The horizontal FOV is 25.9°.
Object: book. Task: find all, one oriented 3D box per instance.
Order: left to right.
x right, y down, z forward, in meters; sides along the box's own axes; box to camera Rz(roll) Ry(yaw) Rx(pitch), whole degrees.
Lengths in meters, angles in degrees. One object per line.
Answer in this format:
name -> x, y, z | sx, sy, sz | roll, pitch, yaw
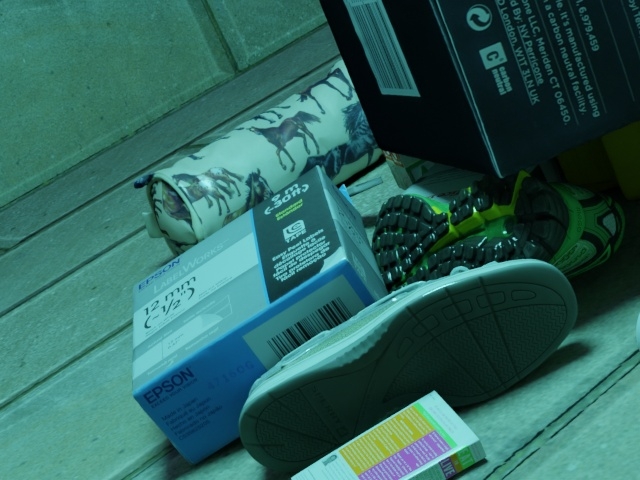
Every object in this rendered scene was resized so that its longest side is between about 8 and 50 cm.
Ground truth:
book -> 0.054, 0.187, 1.144 | 0.144, 0.035, 0.096 | -27, 19, -7

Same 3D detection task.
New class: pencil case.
pencil case -> -0.072, -0.118, 2.068 | 0.410, 0.160, 0.183 | -33, 31, -26

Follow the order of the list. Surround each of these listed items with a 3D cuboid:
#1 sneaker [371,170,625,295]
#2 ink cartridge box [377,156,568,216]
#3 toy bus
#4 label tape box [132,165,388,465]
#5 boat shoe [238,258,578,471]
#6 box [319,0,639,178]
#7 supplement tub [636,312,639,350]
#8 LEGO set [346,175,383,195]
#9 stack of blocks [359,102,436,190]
sneaker -> 0.165, 0.018, 1.410 | 0.146, 0.134, 0.343 | 8, -10, -31
ink cartridge box -> 0.185, -0.047, 1.591 | 0.153, 0.087, 0.208 | -10, 21, 41
toy bus -> 0.411, -0.130, 1.485 | 0.333, 0.108, 0.130 | -17, 19, 25
label tape box -> -0.072, 0.046, 1.468 | 0.249, 0.115, 0.347 | -33, 27, 8
boat shoe -> 0.073, 0.099, 1.247 | 0.320, 0.118, 0.103 | -29, 19, 10
box -> 0.272, -0.296, 1.442 | 0.472, 0.297, 0.480 | -24, 11, -7
supplement tub -> 0.301, 0.074, 1.065 | 0.071, 0.071, 0.107 | -32, 17, -22
LEGO set -> -0.046, -0.013, 1.857 | 0.182, 0.060, 0.244 | -21, 0, -36
stack of blocks -> 0.221, -0.166, 1.762 | 0.297, 0.171, 0.087 | -28, 16, -8
